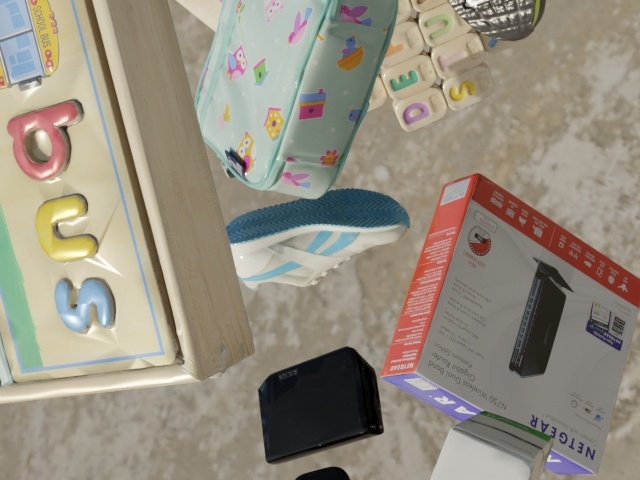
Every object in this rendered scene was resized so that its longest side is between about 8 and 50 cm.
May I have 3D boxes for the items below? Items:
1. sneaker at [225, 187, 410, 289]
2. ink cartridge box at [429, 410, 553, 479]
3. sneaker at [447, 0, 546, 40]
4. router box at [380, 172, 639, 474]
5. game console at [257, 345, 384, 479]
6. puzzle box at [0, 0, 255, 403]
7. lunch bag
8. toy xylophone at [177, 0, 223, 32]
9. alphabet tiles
[{"bbox_3d":[0.000,0.000,1.503,0.229,0.092,0.087,-10,35,6],"label":"sneaker"},{"bbox_3d":[0.157,0.257,1.187,0.087,0.208,0.153,22,92,16],"label":"ink cartridge box"},{"bbox_3d":[0.164,-0.338,1.166,0.111,0.121,0.299,-18,84,42],"label":"sneaker"},{"bbox_3d":[0.274,0.120,1.658,0.082,0.335,0.301,-18,47,56],"label":"router box"},{"bbox_3d":[0.011,0.344,1.724,0.213,0.044,0.361,-25,65,40],"label":"game console"},{"bbox_3d":[-0.202,-0.109,0.658,0.272,0.052,0.408,-11,96,31],"label":"puzzle box"},{"bbox_3d":[-0.041,-0.195,1.318,0.224,0.108,0.279,44,121,45],"label":"lunch bag"},{"bbox_3d":[-0.145,-0.370,1.486,0.081,0.236,0.322,-34,53,23],"label":"toy xylophone"},{"bbox_3d":[0.129,-0.270,1.554,0.278,0.284,0.021,-23,42,5],"label":"alphabet tiles"}]
